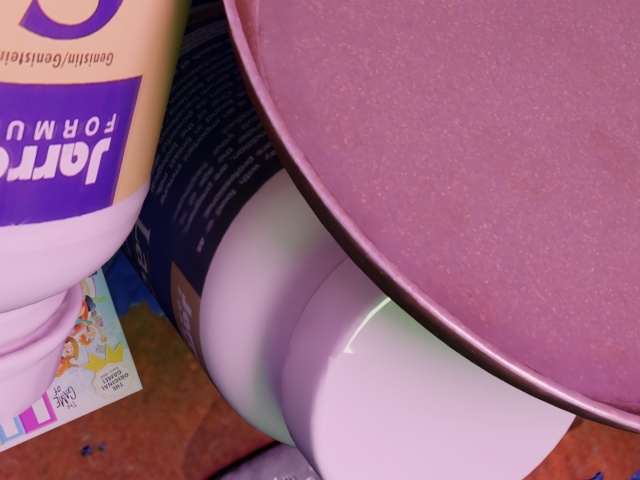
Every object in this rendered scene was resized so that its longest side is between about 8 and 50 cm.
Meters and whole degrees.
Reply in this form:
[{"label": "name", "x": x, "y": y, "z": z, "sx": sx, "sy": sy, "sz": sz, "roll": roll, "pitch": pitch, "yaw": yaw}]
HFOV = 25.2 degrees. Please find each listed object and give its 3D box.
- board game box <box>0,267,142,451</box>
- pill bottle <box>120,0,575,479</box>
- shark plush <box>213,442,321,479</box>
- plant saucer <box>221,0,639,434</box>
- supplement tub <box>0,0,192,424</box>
[{"label": "board game box", "x": -0.178, "y": 0.062, "z": 0.733, "sx": 0.154, "sy": 0.026, "sz": 0.103, "roll": -24, "pitch": 124, "yaw": -15}, {"label": "pill bottle", "x": 0.000, "y": 0.000, "z": 0.644, "sx": 0.153, "sy": 0.264, "sz": 0.153, "roll": -12, "pitch": 120, "yaw": -21}, {"label": "shark plush", "x": 0.007, "y": 0.117, "z": 0.844, "sx": 0.161, "sy": 0.073, "sz": 0.067, "roll": -44, "pitch": 96, "yaw": 6}, {"label": "plant saucer", "x": 0.096, "y": -0.057, "z": 0.541, "sx": 0.311, "sy": 0.310, "sz": 0.050, "roll": 3, "pitch": 147, "yaw": -29}, {"label": "supplement tub", "x": -0.161, "y": -0.118, "z": 0.514, "sx": 0.241, "sy": 0.241, "sz": 0.331, "roll": 4, "pitch": 113, "yaw": -29}]
